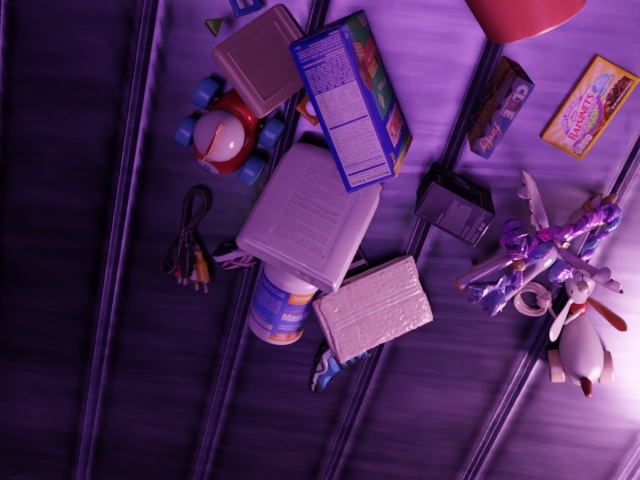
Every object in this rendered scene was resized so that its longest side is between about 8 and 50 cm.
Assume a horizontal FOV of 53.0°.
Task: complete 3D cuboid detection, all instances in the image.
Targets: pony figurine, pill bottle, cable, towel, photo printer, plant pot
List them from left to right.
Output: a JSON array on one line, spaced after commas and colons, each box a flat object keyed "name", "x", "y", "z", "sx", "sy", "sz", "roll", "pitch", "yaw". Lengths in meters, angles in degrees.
[{"name": "cable", "x": -0.347, "y": -0.006, "z": 1.692, "sx": 0.139, "sy": 0.072, "sz": 0.288, "roll": 14, "pitch": 104, "yaw": 23}, {"name": "pill bottle", "x": -0.080, "y": 0.117, "z": 1.608, "sx": 0.152, "sy": 0.152, "sz": 0.272, "roll": 22, "pitch": 124, "yaw": 1}, {"name": "photo printer", "x": -0.015, "y": -0.067, "z": 1.475, "sx": 0.255, "sy": 0.308, "sz": 0.107, "roll": 26, "pitch": 159, "yaw": -1}, {"name": "towel", "x": 0.131, "y": 0.171, "z": 1.606, "sx": 0.282, "sy": 0.049, "sz": 0.187, "roll": -23, "pitch": 103, "yaw": -8}, {"name": "plant pot", "x": 0.371, "y": -0.527, "z": 1.208, "sx": 0.274, "sy": 0.275, "sz": 0.243, "roll": -21, "pitch": 118, "yaw": 18}, {"name": "pony figurine", "x": 0.473, "y": 0.018, "z": 1.380, "sx": 0.363, "sy": 0.351, "sz": 0.303, "roll": -39, "pitch": 80, "yaw": 24}]

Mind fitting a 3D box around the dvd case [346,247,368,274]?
[{"name": "dvd case", "x": 0.000, "y": 0.000, "z": 1.632, "sx": 0.164, "sy": 0.018, "sz": 0.221, "roll": -23, "pitch": 107, "yaw": 20}]

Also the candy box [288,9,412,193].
[{"name": "candy box", "x": 0.076, "y": -0.297, "z": 1.349, "sx": 0.122, "sy": 0.268, "sz": 0.317, "roll": -15, "pitch": 111, "yaw": 21}]

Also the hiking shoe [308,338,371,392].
[{"name": "hiking shoe", "x": 0.064, "y": 0.299, "z": 1.699, "sx": 0.132, "sy": 0.113, "sz": 0.304, "roll": 25, "pitch": 116, "yaw": 0}]

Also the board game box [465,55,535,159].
[{"name": "board game box", "x": 0.360, "y": -0.277, "z": 1.316, "sx": 0.042, "sy": 0.243, "sz": 0.165, "roll": 27, "pitch": 116, "yaw": -3}]

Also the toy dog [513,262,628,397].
[{"name": "toy dog", "x": 0.621, "y": 0.236, "z": 1.539, "sx": 0.220, "sy": 0.161, "sz": 0.334, "roll": -25, "pitch": 107, "yaw": 20}]

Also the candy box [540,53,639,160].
[{"name": "candy box", "x": 0.580, "y": -0.285, "z": 1.391, "sx": 0.105, "sy": 0.027, "sz": 0.206, "roll": 29, "pitch": 115, "yaw": 1}]

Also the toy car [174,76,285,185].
[{"name": "toy car", "x": -0.231, "y": -0.225, "z": 1.455, "sx": 0.219, "sy": 0.238, "sz": 0.210, "roll": 32, "pitch": 115, "yaw": -4}]

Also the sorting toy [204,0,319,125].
[{"name": "sorting toy", "x": -0.117, "y": -0.397, "z": 1.438, "sx": 0.196, "sy": 0.047, "sz": 0.348, "roll": -38, "pitch": 102, "yaw": -8}]

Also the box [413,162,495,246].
[{"name": "box", "x": 0.303, "y": -0.084, "z": 1.460, "sx": 0.158, "sy": 0.156, "sz": 0.093, "roll": 27, "pitch": 115, "yaw": -2}]

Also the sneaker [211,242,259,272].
[{"name": "sneaker", "x": -0.187, "y": 0.041, "z": 1.668, "sx": 0.178, "sy": 0.072, "sz": 0.077, "roll": -8, "pitch": 125, "yaw": 22}]
